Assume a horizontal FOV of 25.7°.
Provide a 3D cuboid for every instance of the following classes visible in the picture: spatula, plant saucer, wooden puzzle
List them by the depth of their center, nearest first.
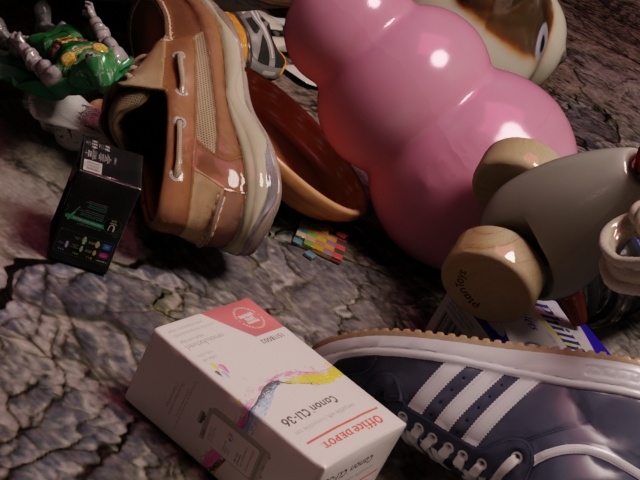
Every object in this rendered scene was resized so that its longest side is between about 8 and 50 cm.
[{"bbox_3d":[0.000,0.000,1.319,0.049,0.006,0.083,25,25,-4],"label":"wooden puzzle"},{"bbox_3d":[-0.035,-0.090,1.362,0.200,0.037,0.200,42,18,-17],"label":"plant saucer"},{"bbox_3d":[0.000,-0.240,1.771,0.168,0.019,0.242,39,24,26],"label":"spatula"}]

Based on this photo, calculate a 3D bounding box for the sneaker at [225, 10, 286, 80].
[{"bbox_3d":[-0.103,-0.249,1.621,0.083,0.084,0.215,14,37,-31],"label":"sneaker"}]

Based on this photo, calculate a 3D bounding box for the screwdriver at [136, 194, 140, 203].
[{"bbox_3d":[-0.155,-0.038,1.236,0.025,0.024,0.170,61,23,3],"label":"screwdriver"}]

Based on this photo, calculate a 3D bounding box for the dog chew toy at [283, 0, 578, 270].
[{"bbox_3d":[0.094,-0.129,1.345,0.332,0.207,0.206,49,25,-7],"label":"dog chew toy"}]

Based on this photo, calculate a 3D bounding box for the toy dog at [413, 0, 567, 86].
[{"bbox_3d":[0.143,-0.318,1.722,0.395,0.284,0.408,11,30,-37],"label":"toy dog"}]

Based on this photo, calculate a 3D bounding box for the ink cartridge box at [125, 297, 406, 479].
[{"bbox_3d":[-0.023,0.130,0.976,0.198,0.067,0.115,37,27,21],"label":"ink cartridge box"}]

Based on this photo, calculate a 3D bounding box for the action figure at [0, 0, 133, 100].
[{"bbox_3d":[-0.227,-0.166,1.230,0.137,0.063,0.232,-26,28,-21],"label":"action figure"}]

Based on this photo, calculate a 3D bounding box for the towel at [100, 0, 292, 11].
[{"bbox_3d":[-0.212,-0.295,1.436,0.321,0.090,0.374,9,1,-39],"label":"towel"}]

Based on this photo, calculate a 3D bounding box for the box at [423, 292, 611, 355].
[{"bbox_3d":[0.177,0.108,1.205,0.137,0.072,0.126,9,31,-33],"label":"box"}]

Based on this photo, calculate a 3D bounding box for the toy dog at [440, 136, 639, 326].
[{"bbox_3d":[0.251,-0.005,1.117,0.161,0.220,0.334,47,-22,-24],"label":"toy dog"}]

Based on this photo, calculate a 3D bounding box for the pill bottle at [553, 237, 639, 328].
[{"bbox_3d":[0.292,0.018,1.409,0.219,0.122,0.123,-20,51,-42],"label":"pill bottle"}]

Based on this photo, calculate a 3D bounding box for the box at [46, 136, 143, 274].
[{"bbox_3d":[-0.178,-0.027,1.110,0.052,0.083,0.062,18,27,-15],"label":"box"}]

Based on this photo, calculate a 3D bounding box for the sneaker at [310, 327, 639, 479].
[{"bbox_3d":[0.111,0.154,1.024,0.282,0.153,0.099,4,-20,19],"label":"sneaker"}]

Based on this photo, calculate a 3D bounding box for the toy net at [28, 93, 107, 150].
[{"bbox_3d":[-0.174,-0.102,1.313,0.232,0.045,0.122,-8,56,-46],"label":"toy net"}]

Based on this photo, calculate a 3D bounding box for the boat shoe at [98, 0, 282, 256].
[{"bbox_3d":[-0.131,-0.121,1.231,0.116,0.123,0.324,3,40,-26],"label":"boat shoe"}]
